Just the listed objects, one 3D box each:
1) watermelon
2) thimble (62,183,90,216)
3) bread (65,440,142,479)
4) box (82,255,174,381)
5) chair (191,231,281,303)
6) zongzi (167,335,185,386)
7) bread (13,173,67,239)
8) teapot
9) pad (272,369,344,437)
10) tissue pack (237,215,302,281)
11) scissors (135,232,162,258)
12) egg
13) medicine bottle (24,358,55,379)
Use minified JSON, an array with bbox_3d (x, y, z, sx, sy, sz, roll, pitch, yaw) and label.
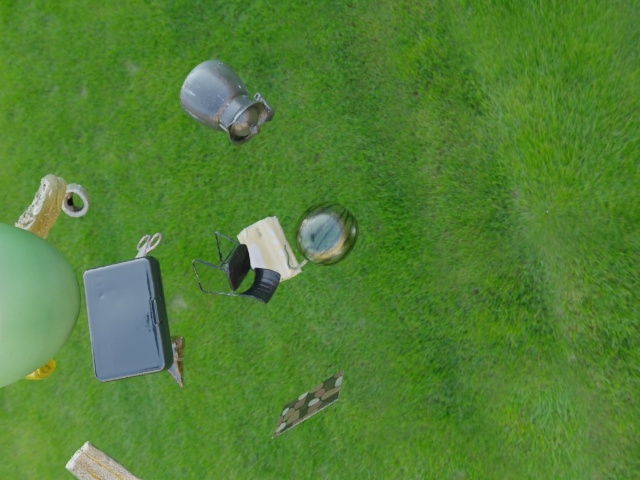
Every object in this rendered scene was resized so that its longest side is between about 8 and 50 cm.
[{"bbox_3d":[0.000,0.000,1.115,0.141,0.141,0.187,41,99,17],"label":"watermelon"},{"bbox_3d":[-0.947,-0.156,1.930,0.090,0.102,0.115,-129,47,-61],"label":"thimble"},{"bbox_3d":[-0.512,0.557,1.184,0.105,0.077,0.152,14,142,29],"label":"bread"},{"bbox_3d":[-0.383,0.155,0.987,0.160,0.050,0.230,-13,80,8],"label":"box"},{"bbox_3d":[-0.243,0.088,1.495,0.221,0.140,0.145,14,137,16],"label":"chair"},{"bbox_3d":[-0.578,0.432,1.768,0.187,0.084,0.183,2,84,-16],"label":"zongzi"},{"bbox_3d":[-0.690,-0.042,1.214,0.039,0.182,0.250,28,81,-9],"label":"bread"},{"bbox_3d":[-0.303,-0.451,1.748,0.285,0.305,0.223,41,97,13],"label":"teapot"},{"bbox_3d":[-0.033,0.465,1.426,0.235,0.158,0.003,-36,98,16],"label":"pad"},{"bbox_3d":[-0.177,0.042,1.705,0.186,0.090,0.222,-24,93,47],"label":"tissue pack"},{"bbox_3d":[-0.489,0.051,1.345,0.086,0.022,0.176,-5,50,31],"label":"scissors"},{"bbox_3d":[-0.448,0.083,0.629,0.221,0.270,0.220,-2,87,43],"label":"egg"},{"bbox_3d":[-0.907,0.345,1.390,0.309,0.111,0.076,0,66,4],"label":"medicine bottle"}]
